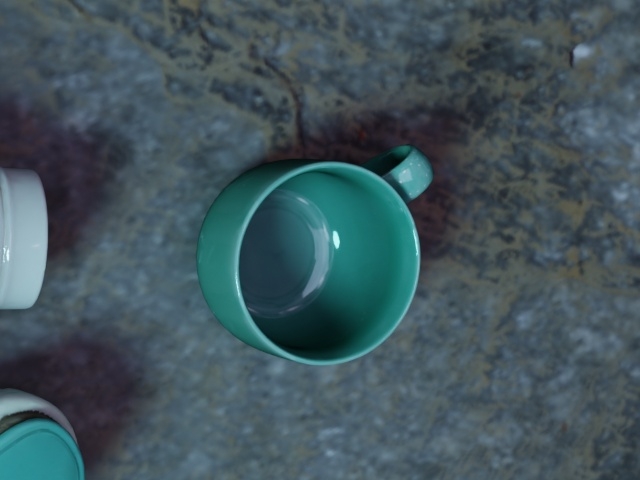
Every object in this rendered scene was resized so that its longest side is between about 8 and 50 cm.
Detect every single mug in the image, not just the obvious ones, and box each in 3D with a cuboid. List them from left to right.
[{"bbox_3d":[-0.003,0.009,0.941,0.157,0.097,0.129,-9,97,-26],"label":"mug"}]

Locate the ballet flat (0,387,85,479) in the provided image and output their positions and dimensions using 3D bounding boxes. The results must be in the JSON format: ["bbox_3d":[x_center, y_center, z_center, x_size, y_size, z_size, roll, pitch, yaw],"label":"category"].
[{"bbox_3d":[-0.301,0.210,0.761,0.400,0.139,0.139,-39,110,-36],"label":"ballet flat"}]

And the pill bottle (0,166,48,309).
[{"bbox_3d":[-0.266,-0.004,0.800,0.215,0.117,0.117,2,93,-26],"label":"pill bottle"}]
